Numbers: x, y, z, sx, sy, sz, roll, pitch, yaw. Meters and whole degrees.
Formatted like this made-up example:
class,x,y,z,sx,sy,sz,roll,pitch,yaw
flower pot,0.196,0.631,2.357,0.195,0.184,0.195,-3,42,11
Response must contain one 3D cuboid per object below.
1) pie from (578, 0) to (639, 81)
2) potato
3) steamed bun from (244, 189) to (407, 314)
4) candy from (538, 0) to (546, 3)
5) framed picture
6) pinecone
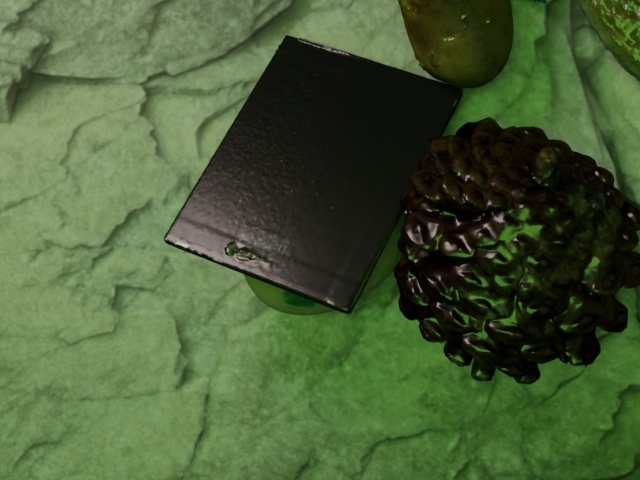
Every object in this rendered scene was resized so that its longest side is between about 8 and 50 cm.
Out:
class,x,y,z,sx,sy,sz,roll,pitch,yaw
pie,0.461,-0.329,1.302,0.323,0.070,0.323,1,92,15
potato,0.167,-0.275,1.354,0.137,0.137,0.176,-12,111,14
steamed bun,0.000,0.000,1.405,0.228,0.131,0.177,-31,86,12
candy,0.262,-0.369,1.368,0.088,0.038,0.136,22,96,24
framed picture,-0.005,-0.094,1.361,0.255,0.014,0.339,20,66,18
pinecone,0.226,0.021,1.291,0.298,0.242,0.296,17,104,0
